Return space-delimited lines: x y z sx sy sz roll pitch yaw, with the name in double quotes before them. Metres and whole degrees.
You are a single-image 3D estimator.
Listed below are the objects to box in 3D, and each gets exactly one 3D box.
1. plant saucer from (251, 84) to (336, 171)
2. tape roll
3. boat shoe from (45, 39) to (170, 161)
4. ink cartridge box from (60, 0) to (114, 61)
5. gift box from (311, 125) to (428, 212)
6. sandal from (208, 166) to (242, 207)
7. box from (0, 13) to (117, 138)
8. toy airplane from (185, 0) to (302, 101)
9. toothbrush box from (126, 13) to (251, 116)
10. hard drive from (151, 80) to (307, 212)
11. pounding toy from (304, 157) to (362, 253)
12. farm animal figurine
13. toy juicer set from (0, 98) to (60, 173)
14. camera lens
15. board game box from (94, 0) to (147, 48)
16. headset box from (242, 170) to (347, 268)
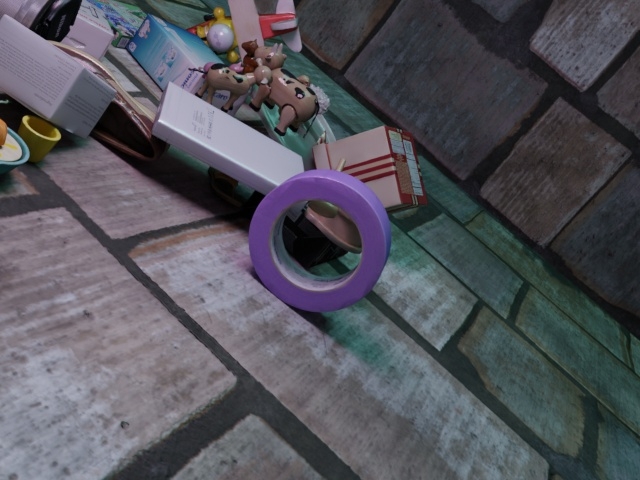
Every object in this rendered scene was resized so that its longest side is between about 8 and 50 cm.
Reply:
"plant saucer" -0.047 -0.331 2.188 0.400 0.100 0.400 50 19 -23
"tape roll" 0.000 0.000 1.459 0.275 0.275 0.090 39 19 1
"boat shoe" -0.463 -0.277 1.497 0.342 0.123 0.123 40 17 -14
"ink cartridge box" -0.628 -0.565 1.877 0.148 0.086 0.203 21 26 -41
"gift box" 0.128 -0.192 2.068 0.255 0.258 0.276 6 71 -62
"sandal" -0.220 -0.140 1.715 0.072 0.049 0.180 25 24 -33
"box" -0.505 -0.296 1.355 0.182 0.119 0.181 33 -1 4
"toy airplane" -0.251 -0.660 2.331 0.386 0.384 0.272 40 33 1
"toothbrush box" -0.374 -0.485 2.087 0.295 0.126 0.216 47 20 24
"hard drive" -0.193 -0.207 1.610 0.353 0.047 0.233 27 25 -20
"pounding toy" 0.070 -0.081 1.613 0.154 0.155 0.269 35 21 0
"farm animal figurine" -0.135 -0.412 1.900 0.327 0.172 0.330 36 33 -3
"toy juicer set" -0.558 -0.176 1.145 0.209 0.089 0.329 35 20 -10
"camera lens" -0.666 -0.540 1.556 0.274 0.219 0.219 36 20 -7
"board game box" -0.579 -0.645 2.197 0.213 0.046 0.317 42 20 12
"headset box" -0.020 -0.060 1.796 0.218 0.110 0.293 43 21 12
